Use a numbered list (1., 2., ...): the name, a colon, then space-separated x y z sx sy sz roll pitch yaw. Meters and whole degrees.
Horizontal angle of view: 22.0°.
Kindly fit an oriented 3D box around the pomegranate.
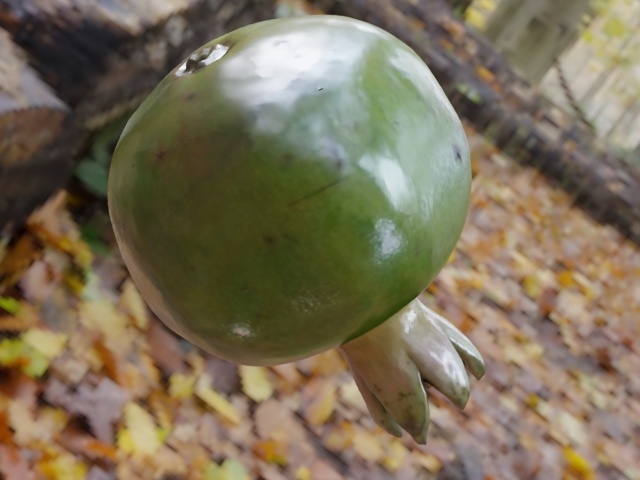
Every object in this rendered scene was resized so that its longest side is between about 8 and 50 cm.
1. pomegranate: 0.000 -0.001 0.824 0.225 0.187 0.187 56 4 -14
